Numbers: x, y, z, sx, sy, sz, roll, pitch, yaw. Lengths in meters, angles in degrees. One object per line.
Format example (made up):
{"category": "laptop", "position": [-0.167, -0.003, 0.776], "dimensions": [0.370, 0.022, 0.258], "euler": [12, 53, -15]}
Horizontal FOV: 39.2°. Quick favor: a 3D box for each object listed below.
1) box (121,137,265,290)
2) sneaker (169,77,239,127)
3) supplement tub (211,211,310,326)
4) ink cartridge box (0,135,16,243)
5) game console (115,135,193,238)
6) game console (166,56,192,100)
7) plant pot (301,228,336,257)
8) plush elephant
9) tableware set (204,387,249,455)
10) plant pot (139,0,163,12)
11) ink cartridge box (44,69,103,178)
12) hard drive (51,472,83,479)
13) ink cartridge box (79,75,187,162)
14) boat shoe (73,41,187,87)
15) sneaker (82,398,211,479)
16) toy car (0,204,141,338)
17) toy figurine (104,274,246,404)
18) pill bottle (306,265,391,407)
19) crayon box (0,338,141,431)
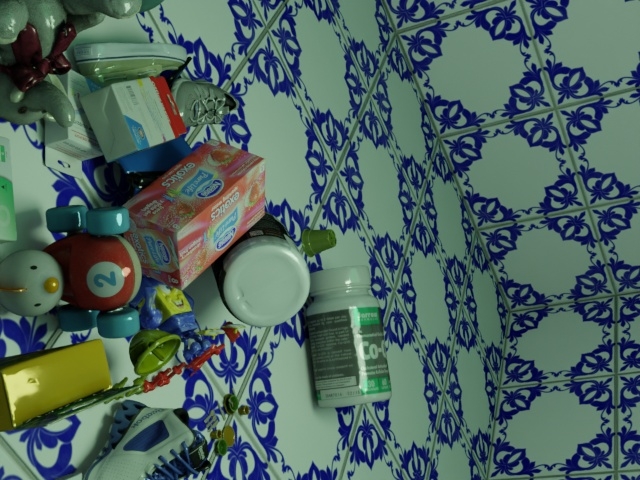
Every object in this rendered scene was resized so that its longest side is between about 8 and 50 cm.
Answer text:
{"category": "box", "position": [-0.248, -0.058, 1.806], "dimensions": [0.300, 0.142, 0.154], "euler": [-45, 149, -43]}
{"category": "sneaker", "position": [-0.263, -0.309, 2.022], "dimensions": [0.281, 0.115, 0.105], "euler": [-56, 160, -65]}
{"category": "supplement tub", "position": [-0.143, 0.046, 1.975], "dimensions": [0.316, 0.193, 0.194], "euler": [-123, -172, -67]}
{"category": "ink cartridge box", "position": [-0.585, -0.093, 1.421], "dimensions": [0.224, 0.056, 0.181], "euler": [14, 67, -64]}
{"category": "game console", "position": [-0.367, -0.116, 1.899], "dimensions": [0.293, 0.173, 0.250], "euler": [-10, 120, -63]}
{"category": "game console", "position": [-0.319, -0.342, 2.044], "dimensions": [0.071, 0.107, 0.122], "euler": [39, 37, -11]}
{"category": "plant pot", "position": [0.000, 0.000, 2.527], "dimensions": [0.083, 0.079, 0.083], "euler": [34, 50, -54]}
{"category": "plush elephant", "position": [-0.487, -0.295, 1.492], "dimensions": [0.271, 0.329, 0.256], "euler": [-30, 126, -45]}
{"category": "tableware set", "position": [-0.203, 0.407, 2.011], "dimensions": [0.154, 0.024, 0.104], "euler": [-45, 120, -60]}
{"category": "plant pot", "position": [-0.410, -0.587, 1.773], "dimensions": [0.255, 0.271, 0.272], "euler": [41, 42, -73]}
{"category": "ink cartridge box", "position": [-0.465, -0.219, 1.701], "dimensions": [0.104, 0.061, 0.182], "euler": [24, 58, -60]}
{"category": "hard drive", "position": [-0.441, 0.578, 1.433], "dimensions": [0.233, 0.047, 0.353], "euler": [-5, 85, -64]}
{"category": "ink cartridge box", "position": [-0.360, -0.243, 1.764], "dimensions": [0.134, 0.078, 0.231], "euler": [68, 20, -8]}
{"category": "boat shoe", "position": [-0.396, -0.365, 1.883], "dimensions": [0.302, 0.109, 0.094], "euler": [-17, 108, -54]}
{"category": "sneaker", "position": [-0.297, 0.404, 1.593], "dimensions": [0.316, 0.182, 0.128], "euler": [-80, 158, -50]}
{"category": "toy car", "position": [-0.445, 0.066, 1.494], "dimensions": [0.238, 0.210, 0.219], "euler": [-17, 106, -52]}
{"category": "toy figurine", "position": [-0.335, 0.160, 1.779], "dimensions": [0.217, 0.191, 0.362], "euler": [53, 20, 13]}
{"category": "pill bottle", "position": [0.070, 0.259, 2.418], "dimensions": [0.204, 0.204, 0.361], "euler": [8, 72, -63]}
{"category": "crayon box", "position": [-0.445, 0.211, 1.263], "dimensions": [0.203, 0.322, 0.083], "euler": [-14, 92, -64]}
